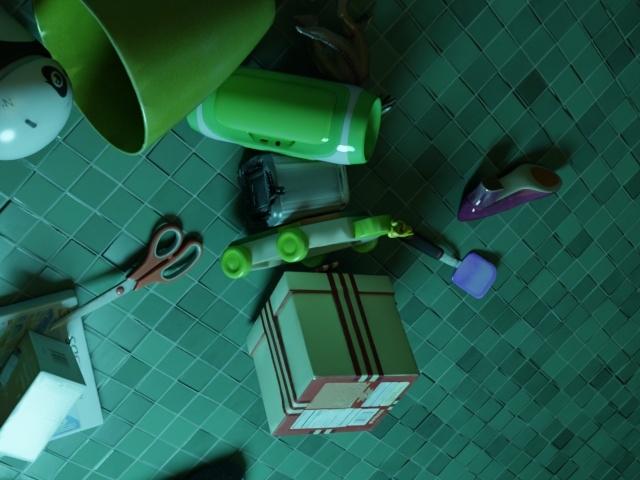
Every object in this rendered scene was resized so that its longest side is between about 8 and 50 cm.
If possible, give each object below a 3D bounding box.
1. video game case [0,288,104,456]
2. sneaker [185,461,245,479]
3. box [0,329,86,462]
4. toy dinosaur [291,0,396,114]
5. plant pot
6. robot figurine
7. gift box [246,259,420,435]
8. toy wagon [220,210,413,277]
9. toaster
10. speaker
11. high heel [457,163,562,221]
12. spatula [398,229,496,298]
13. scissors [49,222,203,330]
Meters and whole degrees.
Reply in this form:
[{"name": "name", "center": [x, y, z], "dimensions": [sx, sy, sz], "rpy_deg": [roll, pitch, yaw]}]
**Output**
[{"name": "video game case", "center": [-0.570, 0.257, 1.580], "dimensions": [0.329, 0.036, 0.300], "rpy_deg": [-15, 123, -20]}, {"name": "sneaker", "center": [-0.298, 0.584, 1.865], "dimensions": [0.319, 0.112, 0.131], "rpy_deg": [-17, 121, -17]}, {"name": "box", "center": [-0.493, 0.264, 1.520], "dimensions": [0.091, 0.130, 0.170], "rpy_deg": [30, 100, -38]}, {"name": "toy dinosaur", "center": [0.044, -0.283, 1.480], "dimensions": [0.127, 0.295, 0.200], "rpy_deg": [-15, 86, 9]}, {"name": "plant pot", "center": [-0.221, -0.317, 1.317], "dimensions": [0.293, 0.275, 0.275], "rpy_deg": [-36, 130, -26]}, {"name": "robot figurine", "center": [-0.467, -0.239, 1.219], "dimensions": [0.209, 0.278, 0.173], "rpy_deg": [-42, 175, -48]}, {"name": "gift box", "center": [0.026, 0.207, 1.698], "dimensions": [0.276, 0.258, 0.255], "rpy_deg": [6, 139, -31]}, {"name": "toy wagon", "center": [0.000, 0.000, 1.570], "dimensions": [0.267, 0.344, 0.068], "rpy_deg": [-6, 81, -59]}, {"name": "toaster", "center": [-0.046, -0.091, 1.539], "dimensions": [0.146, 0.227, 0.129], "rpy_deg": [-9, 87, -21]}, {"name": "speaker", "center": [-0.059, -0.204, 1.430], "dimensions": [0.296, 0.131, 0.131], "rpy_deg": [13, 119, 14]}, {"name": "high heel", "center": [0.399, -0.092, 1.882], "dimensions": [0.244, 0.082, 0.117], "rpy_deg": [-15, 153, -35]}, {"name": "spatula", "center": [0.267, 0.036, 1.898], "dimensions": [0.296, 0.030, 0.084], "rpy_deg": [29, 101, -36]}, {"name": "scissors", "center": [-0.337, 0.086, 1.591], "dimensions": [0.297, 0.021, 0.109], "rpy_deg": [-43, 132, -10]}]
